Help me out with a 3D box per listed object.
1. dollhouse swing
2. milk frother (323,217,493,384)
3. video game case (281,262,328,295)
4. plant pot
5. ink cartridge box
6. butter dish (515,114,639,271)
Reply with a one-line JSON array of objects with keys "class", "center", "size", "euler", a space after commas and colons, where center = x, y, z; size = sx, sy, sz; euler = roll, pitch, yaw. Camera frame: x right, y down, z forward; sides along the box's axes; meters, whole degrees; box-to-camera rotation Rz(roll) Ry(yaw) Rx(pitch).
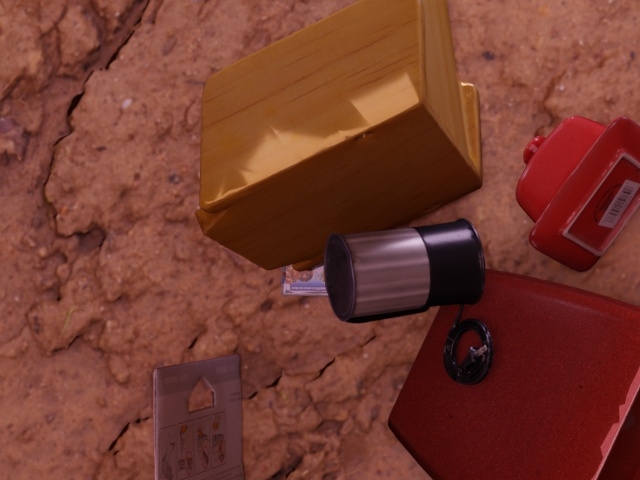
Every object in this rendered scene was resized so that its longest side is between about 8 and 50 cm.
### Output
[{"class": "dollhouse swing", "center": [0.002, -0.185, 1.733], "size": [0.315, 0.347, 0.305], "euler": [-25, 75, 9]}, {"class": "milk frother", "center": [0.085, 0.063, 1.630], "size": [0.135, 0.129, 0.143], "euler": [-7, 45, -17]}, {"class": "video game case", "center": [0.000, 0.000, 1.900], "size": [0.087, 0.011, 0.122], "euler": [0, 89, 13]}, {"class": "plant pot", "center": [0.230, 0.160, 1.729], "size": [0.236, 0.267, 0.267], "euler": [28, 96, 29]}, {"class": "ink cartridge box", "center": [-0.144, 0.254, 1.785], "size": [0.066, 0.296, 0.261], "euler": [-5, 88, 14]}, {"class": "butter dish", "center": [0.258, -0.067, 1.784], "size": [0.118, 0.160, 0.160], "euler": [40, 98, 34]}]
